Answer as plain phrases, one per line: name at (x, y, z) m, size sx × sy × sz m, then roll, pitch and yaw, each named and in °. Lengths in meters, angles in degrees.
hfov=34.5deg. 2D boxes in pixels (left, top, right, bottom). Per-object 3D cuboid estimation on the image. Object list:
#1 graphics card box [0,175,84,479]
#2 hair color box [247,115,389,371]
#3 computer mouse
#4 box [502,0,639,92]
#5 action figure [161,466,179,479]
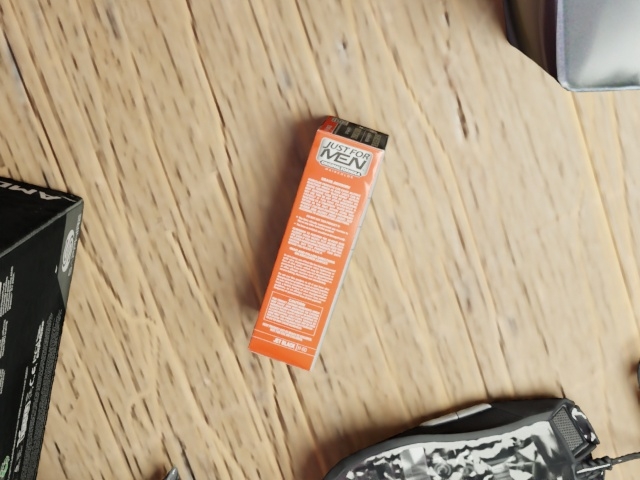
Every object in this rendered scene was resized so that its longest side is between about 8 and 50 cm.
graphics card box at (-0.233, 0.111, 0.526) m, size 0.094 × 0.371 × 0.232 m, roll 14°, pitch 106°, yaw 3°
hair color box at (0.000, 0.000, 0.627) m, size 0.043 × 0.072 × 0.141 m, roll 19°, pitch 104°, yaw 1°
computer mouse at (0.136, 0.183, 0.667) m, size 0.262 × 0.060 × 0.184 m, roll -19°, pitch 97°, yaw -1°
box at (0.166, -0.228, 0.438) m, size 0.183 × 0.294 × 0.296 m, roll -3°, pitch 103°, yaw 7°
action figure at (-0.060, 0.252, 0.652) m, size 0.276 × 0.141 × 0.164 m, roll 20°, pitch 96°, yaw 9°
